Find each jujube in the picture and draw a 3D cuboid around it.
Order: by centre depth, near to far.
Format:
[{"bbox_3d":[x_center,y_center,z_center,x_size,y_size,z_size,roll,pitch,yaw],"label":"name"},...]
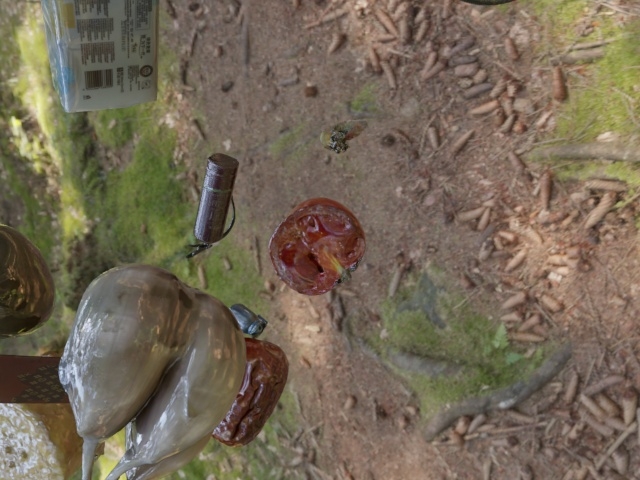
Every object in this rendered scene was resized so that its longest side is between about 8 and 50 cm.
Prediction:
[{"bbox_3d":[-0.163,0.317,1.266,0.155,0.155,0.230,13,72,42],"label":"jujube"}]

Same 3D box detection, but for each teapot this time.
[{"bbox_3d":[-0.159,0.175,1.288,0.083,0.063,0.049,34,87,21],"label":"teapot"}]

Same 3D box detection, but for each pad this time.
[{"bbox_3d":[-0.423,0.224,0.941,0.181,0.267,0.004,-45,47,38],"label":"pad"}]

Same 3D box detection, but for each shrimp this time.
[{"bbox_3d":[0.044,-0.210,1.184,0.101,0.190,0.042,-18,112,12],"label":"shrimp"}]

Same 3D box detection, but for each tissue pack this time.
[{"bbox_3d":[-0.354,-0.344,0.949,0.145,0.159,0.229,56,148,30],"label":"tissue pack"}]

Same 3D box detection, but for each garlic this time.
[{"bbox_3d":[-0.204,0.151,0.707,0.237,0.210,0.292,-47,25,38],"label":"garlic"}]

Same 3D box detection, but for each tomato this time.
[{"bbox_3d":[0.000,0.000,0.940,0.139,0.091,0.159,38,115,-9],"label":"tomato"}]

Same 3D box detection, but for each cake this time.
[{"bbox_3d":[-0.666,0.418,1.487,0.332,0.321,0.332,8,114,18],"label":"cake"}]

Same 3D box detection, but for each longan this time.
[{"bbox_3d":[-0.821,0.105,1.488,0.350,0.288,0.288,37,128,28],"label":"longan"}]

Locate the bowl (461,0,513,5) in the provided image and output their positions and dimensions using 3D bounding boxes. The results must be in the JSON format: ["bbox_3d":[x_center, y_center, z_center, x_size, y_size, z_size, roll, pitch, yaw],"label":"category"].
[{"bbox_3d":[0.217,-0.522,0.816,0.185,0.354,0.353,-127,39,-52],"label":"bowl"}]

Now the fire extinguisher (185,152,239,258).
[{"bbox_3d":[-0.146,-0.046,0.844,0.045,0.078,0.157,39,127,32],"label":"fire extinguisher"}]
